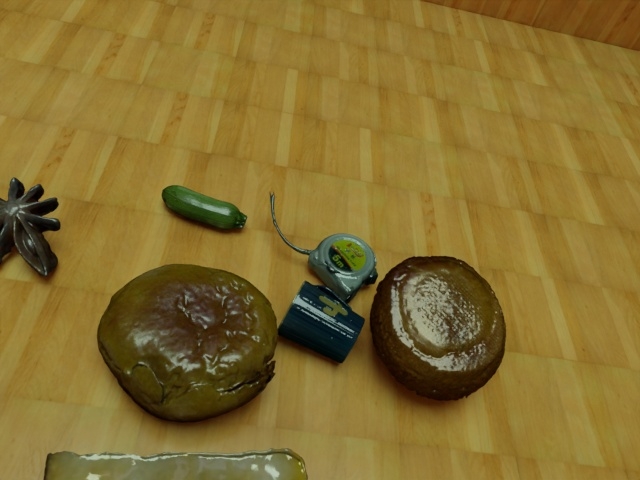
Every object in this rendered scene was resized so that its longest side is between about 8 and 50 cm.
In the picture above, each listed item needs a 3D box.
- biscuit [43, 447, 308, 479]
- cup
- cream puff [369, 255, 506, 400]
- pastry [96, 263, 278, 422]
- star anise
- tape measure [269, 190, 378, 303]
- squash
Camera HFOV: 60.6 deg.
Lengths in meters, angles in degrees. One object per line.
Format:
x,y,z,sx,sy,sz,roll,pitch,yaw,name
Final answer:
-0.203,0.521,0.827,0.430,0.104,0.445,1,48,-19,biscuit
0.009,0.169,1.184,0.155,0.131,0.176,30,33,4,cup
0.242,0.192,1.167,0.303,0.212,0.302,5,60,-9,cream puff
-0.250,0.184,1.066,0.357,0.163,0.355,6,49,-7,pastry
-0.668,-0.035,1.179,0.258,0.110,0.198,12,63,3,star anise
-0.001,0.001,1.336,0.164,0.084,0.330,-28,65,-35,tape measure
-0.286,-0.079,1.339,0.219,0.068,0.077,18,16,-1,squash
